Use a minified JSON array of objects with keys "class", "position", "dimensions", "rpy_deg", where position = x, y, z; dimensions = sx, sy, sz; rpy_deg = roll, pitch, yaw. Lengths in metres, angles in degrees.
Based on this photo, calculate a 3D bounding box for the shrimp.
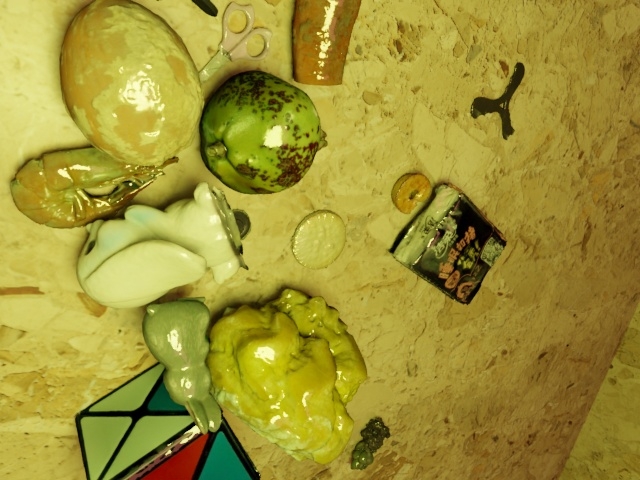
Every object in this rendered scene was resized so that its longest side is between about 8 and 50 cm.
[{"class":"shrimp","position":[-0.366,-0.098,0.816],"dimensions":[0.267,0.061,0.145],"rpy_deg":[-26,131,-26]}]

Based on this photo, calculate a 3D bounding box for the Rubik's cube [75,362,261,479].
[{"class":"Rubik's cube","position":[-0.303,0.417,0.967],"dimensions":[0.246,0.250,0.248],"rpy_deg":[-31,122,-19]}]

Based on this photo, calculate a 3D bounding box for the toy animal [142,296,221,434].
[{"class":"toy animal","position":[-0.248,0.220,0.853],"dimensions":[0.138,0.108,0.236],"rpy_deg":[16,63,-55]}]

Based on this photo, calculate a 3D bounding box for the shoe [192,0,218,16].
[{"class":"shoe","position":[-0.236,-0.398,0.769],"dimensions":[0.159,0.062,0.053],"rpy_deg":[27,97,-42]}]

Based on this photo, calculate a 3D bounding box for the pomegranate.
[{"class":"pomegranate","position":[-0.087,-0.175,0.876],"dimensions":[0.277,0.222,0.203],"rpy_deg":[23,80,-56]}]

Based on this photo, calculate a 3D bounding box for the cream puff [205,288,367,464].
[{"class":"cream puff","position":[-0.055,0.249,1.017],"dimensions":[0.275,0.378,0.378],"rpy_deg":[-50,128,-4]}]

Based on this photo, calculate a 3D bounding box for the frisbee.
[{"class":"frisbee","position":[0.488,-0.349,1.300],"dimensions":[0.211,0.012,0.187],"rpy_deg":[-37,127,-15]}]

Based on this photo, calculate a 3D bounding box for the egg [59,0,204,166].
[{"class":"egg","position":[-0.282,-0.232,0.723],"dimensions":[0.203,0.203,0.245],"rpy_deg":[-23,116,-24]}]

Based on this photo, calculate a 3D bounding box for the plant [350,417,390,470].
[{"class":"plant","position":[0.149,0.622,1.470],"dimensions":[0.085,0.087,0.174],"rpy_deg":[31,86,-9]}]

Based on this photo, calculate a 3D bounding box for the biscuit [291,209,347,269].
[{"class":"biscuit","position":[0.000,0.000,1.125],"dimensions":[0.152,0.020,0.152],"rpy_deg":[-14,118,-28]}]

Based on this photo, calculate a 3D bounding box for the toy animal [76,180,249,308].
[{"class":"toy animal","position":[-0.264,0.017,0.851],"dimensions":[0.289,0.249,0.174],"rpy_deg":[-20,89,16]}]

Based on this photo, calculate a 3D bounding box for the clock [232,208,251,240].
[{"class":"clock","position":[-0.182,-0.027,0.999],"dimensions":[0.083,0.010,0.074],"rpy_deg":[-26,123,-22]}]

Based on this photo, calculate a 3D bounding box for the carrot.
[{"class":"carrot","position":[0.017,-0.438,0.873],"dimensions":[0.139,0.139,0.301],"rpy_deg":[-8,115,-31]}]

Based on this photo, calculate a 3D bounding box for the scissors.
[{"class":"scissors","position":[-0.178,-0.325,0.863],"dimensions":[0.212,0.021,0.110],"rpy_deg":[-47,126,-8]}]

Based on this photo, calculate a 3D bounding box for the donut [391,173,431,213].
[{"class":"donut","position":[0.221,-0.123,1.202],"dimensions":[0.108,0.043,0.097],"rpy_deg":[-38,129,-14]}]

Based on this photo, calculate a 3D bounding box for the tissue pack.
[{"class":"tissue pack","position":[0.358,0.014,1.308],"dimensions":[0.332,0.123,0.245],"rpy_deg":[32,92,-42]}]
